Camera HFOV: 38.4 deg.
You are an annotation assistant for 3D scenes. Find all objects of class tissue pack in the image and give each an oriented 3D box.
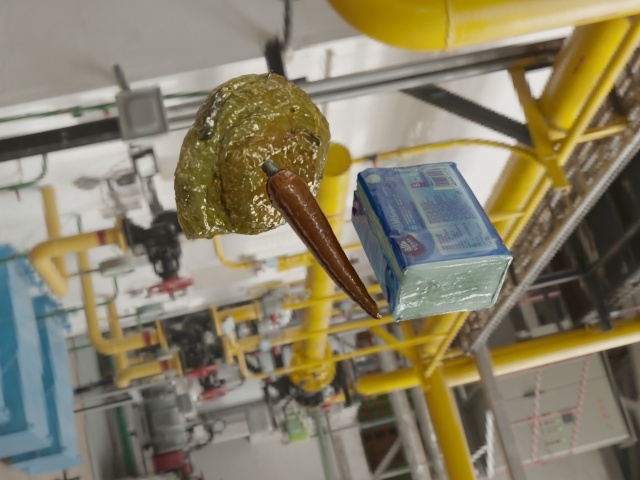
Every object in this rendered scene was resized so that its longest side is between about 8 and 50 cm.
[{"bbox_3d":[0.184,-0.005,1.604,0.263,0.198,0.146,-111,-159,-44],"label":"tissue pack"}]

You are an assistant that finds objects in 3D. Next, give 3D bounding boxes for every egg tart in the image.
[{"bbox_3d":[-0.109,-0.152,1.747,0.153,0.352,0.339,24,-71,46],"label":"egg tart"}]

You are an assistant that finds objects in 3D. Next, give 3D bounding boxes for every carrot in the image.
[{"bbox_3d":[0.000,0.000,1.564,0.336,0.069,0.069,56,-6,-3],"label":"carrot"}]
